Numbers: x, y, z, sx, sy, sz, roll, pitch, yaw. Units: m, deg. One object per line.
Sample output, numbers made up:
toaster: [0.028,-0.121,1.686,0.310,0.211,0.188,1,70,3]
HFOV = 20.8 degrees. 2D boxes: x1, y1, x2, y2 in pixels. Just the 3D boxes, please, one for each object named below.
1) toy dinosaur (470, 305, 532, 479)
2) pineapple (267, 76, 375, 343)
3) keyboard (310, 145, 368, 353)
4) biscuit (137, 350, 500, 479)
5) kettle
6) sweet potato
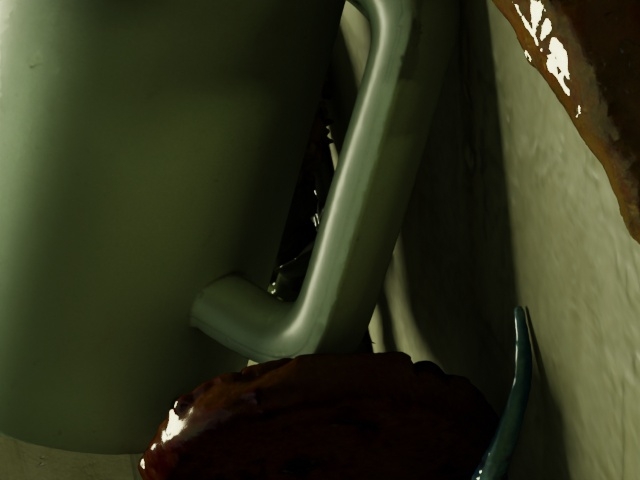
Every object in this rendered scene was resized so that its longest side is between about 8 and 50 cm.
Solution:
toy dinosaur: [0.080,0.201,0.854,0.144,0.076,0.329,-67,-21,-48]
pineapple: [-0.035,0.005,1.086,0.119,0.130,0.277,-87,-17,-87]
keyboard: [-0.001,0.000,1.182,0.106,0.016,0.262,178,79,-78]
biscuit: [0.000,0.112,0.888,0.192,0.192,0.049,93,172,-53]
kettle: [-0.092,-0.055,0.902,0.265,0.205,0.318,-122,46,-57]
sweet potato: [0.086,-0.086,0.588,0.068,0.060,0.206,17,-130,-59]
